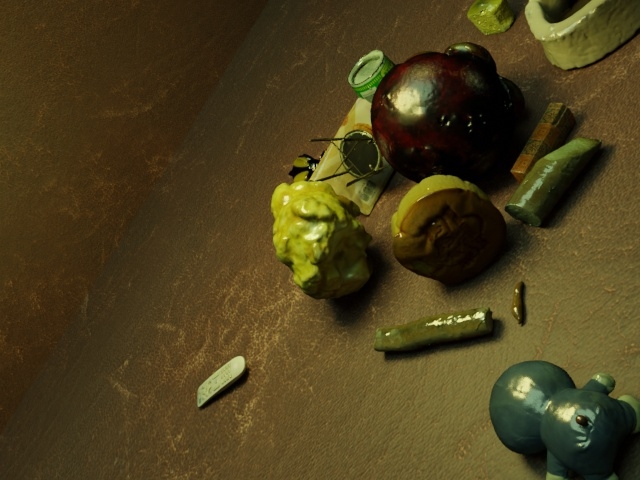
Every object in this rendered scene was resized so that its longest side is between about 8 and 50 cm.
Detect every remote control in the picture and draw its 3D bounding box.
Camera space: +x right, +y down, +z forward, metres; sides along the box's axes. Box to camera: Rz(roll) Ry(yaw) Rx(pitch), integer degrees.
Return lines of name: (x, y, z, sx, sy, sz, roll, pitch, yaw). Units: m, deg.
remote control: (-0.298, 0.429, 1.963, 0.229, 0.044, 0.073, -42, 40, 25)

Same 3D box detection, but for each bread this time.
bread: (0.300, -0.026, 1.544, 0.270, 0.270, 0.148, -35, 29, 19)
bread: (0.551, -0.734, 2.068, 0.129, 0.114, 0.111, 17, 69, 54)

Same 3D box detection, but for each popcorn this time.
popcorn: (-0.009, 0.006, 1.781, 0.292, 0.334, 0.293, 9, 34, 44)

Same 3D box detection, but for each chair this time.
chair: (0.125, -0.250, 1.884, 0.170, 0.160, 0.325, 7, 20, 38)

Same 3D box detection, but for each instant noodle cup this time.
instant noodle cup: (0.211, -0.482, 2.100, 0.207, 0.232, 0.207, -30, 39, 28)

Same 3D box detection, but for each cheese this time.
cheese: (0.723, -0.635, 1.754, 0.332, 0.153, 0.292, -42, 35, 8)

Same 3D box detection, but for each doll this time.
doll: (-0.024, -0.251, 2.269, 0.248, 0.088, 0.127, 0, 57, 43)
doll: (0.430, 0.326, 1.180, 0.258, 0.154, 0.228, 12, 70, 59)

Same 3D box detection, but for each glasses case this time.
glasses case: (0.561, -0.236, 1.616, 0.049, 0.075, 0.218, 18, 71, 50)

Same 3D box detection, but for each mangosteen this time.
mangosteen: (0.340, -0.327, 1.728, 0.381, 0.381, 0.421, -12, 15, 41)

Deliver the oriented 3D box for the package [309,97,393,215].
package: (0.108, -0.255, 2.045, 0.311, 0.221, 0.165, -62, 18, -11)

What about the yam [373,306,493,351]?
yam: (0.260, 0.215, 1.526, 0.317, 0.067, 0.071, -17, 33, 36)

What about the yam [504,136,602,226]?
yam: (0.553, -0.155, 1.530, 0.259, 0.106, 0.106, -53, 35, -4)

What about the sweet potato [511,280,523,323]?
sweet potato: (0.440, 0.135, 1.440, 0.026, 0.026, 0.115, -17, 46, 38)
